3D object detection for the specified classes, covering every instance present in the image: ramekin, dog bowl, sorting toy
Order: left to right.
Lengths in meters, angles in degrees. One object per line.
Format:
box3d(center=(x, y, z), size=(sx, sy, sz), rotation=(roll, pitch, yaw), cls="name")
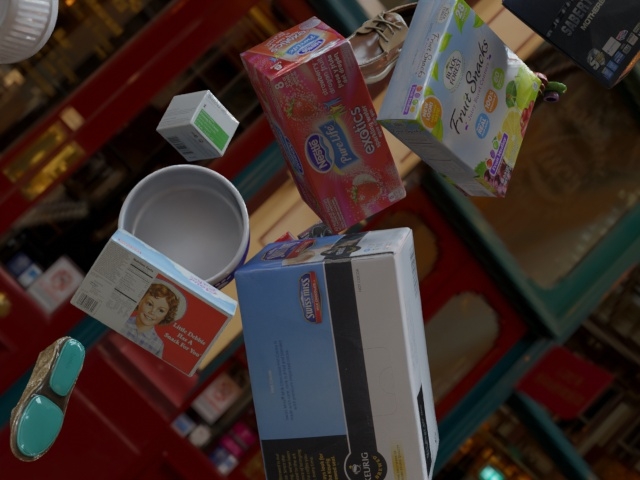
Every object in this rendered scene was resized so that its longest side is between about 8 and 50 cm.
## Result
box3d(center=(-0.563, -0.406, 1.928), size=(0.207, 0.207, 0.109), rotation=(43, 17, 12), cls="ramekin")
box3d(center=(-0.276, -0.016, 2.333), size=(0.265, 0.265, 0.104), rotation=(43, -12, 11), cls="dog bowl")
box3d(center=(0.386, -0.259, 1.995), size=(0.102, 0.042, 0.061), rotation=(20, -19, -38), cls="sorting toy")

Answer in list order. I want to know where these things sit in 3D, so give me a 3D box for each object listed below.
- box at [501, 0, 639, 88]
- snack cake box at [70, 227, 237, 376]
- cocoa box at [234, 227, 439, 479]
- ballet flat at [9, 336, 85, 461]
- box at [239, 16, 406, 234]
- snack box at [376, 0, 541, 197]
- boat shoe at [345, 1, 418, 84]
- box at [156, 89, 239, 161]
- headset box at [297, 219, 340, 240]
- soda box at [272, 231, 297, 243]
box3d(center=(0.349, -0.325, 1.372), size=(0.183, 0.059, 0.232), rotation=(43, -42, 12), cls="box")
box3d(center=(-0.305, 0.113, 2.095), size=(0.264, 0.152, 0.089), rotation=(34, 12, -7), cls="snack cake box")
box3d(center=(0.030, 0.175, 1.628), size=(0.231, 0.228, 0.347), rotation=(-45, 127, -76), cls="cocoa box")
box3d(center=(-0.387, 0.224, 1.572), size=(0.067, 0.206, 0.073), rotation=(-22, -58, 33), cls="ballet flat")
box3d(center=(0.005, -0.156, 1.544), size=(0.128, 0.123, 0.256), rotation=(48, -16, 56), cls="box")
box3d(center=(0.177, -0.175, 1.418), size=(0.070, 0.174, 0.207), rotation=(4, -21, 45), cls="snack box")
box3d(center=(0.127, -0.420, 2.346), size=(0.123, 0.324, 0.116), rotation=(37, -45, 19), cls="boat shoe")
box3d(center=(-0.231, -0.216, 2.145), size=(0.102, 0.087, 0.101), rotation=(-4, -38, 41), cls="box")
box3d(center=(0.000, 0.000, 2.114), size=(0.083, 0.062, 0.032), rotation=(48, -12, 49), cls="headset box")
box3d(center=(-0.028, 0.108, 2.334), size=(0.083, 0.092, 0.263), rotation=(45, -11, 49), cls="soda box")
